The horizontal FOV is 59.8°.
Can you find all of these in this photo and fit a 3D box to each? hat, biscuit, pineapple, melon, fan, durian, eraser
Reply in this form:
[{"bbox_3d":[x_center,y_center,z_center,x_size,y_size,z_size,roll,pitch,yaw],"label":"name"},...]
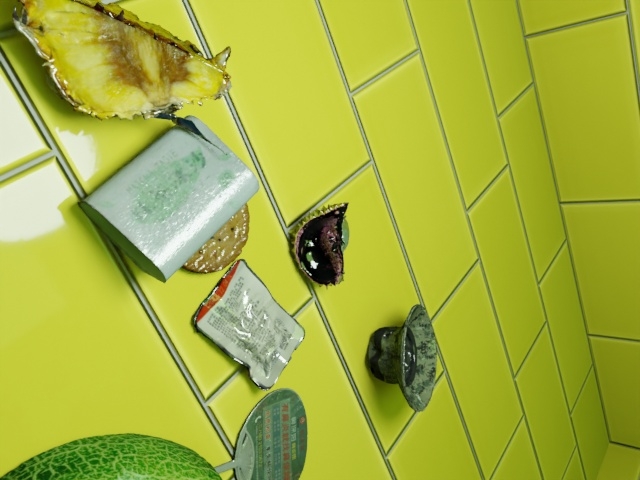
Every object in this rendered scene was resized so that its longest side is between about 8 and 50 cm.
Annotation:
[{"bbox_3d":[0.186,0.274,1.331,0.265,0.128,0.266,5,84,-61],"label":"hat"},{"bbox_3d":[-0.204,-0.034,0.984,0.188,0.027,0.188,-2,93,-45],"label":"biscuit"},{"bbox_3d":[-0.288,-0.259,0.826,0.334,0.161,0.158,11,111,-28],"label":"pineapple"},{"bbox_3d":[-0.297,0.429,0.780,0.343,0.226,0.331,36,28,-42],"label":"melon"},{"bbox_3d":[-0.116,0.440,1.100,0.294,0.012,0.223,-41,120,-38],"label":"fan"},{"bbox_3d":[0.001,-0.001,1.174,0.108,0.119,0.187,-74,166,-73],"label":"durian"},{"bbox_3d":[-0.231,-0.070,0.881,0.174,0.081,0.227,46,63,-10],"label":"eraser"}]

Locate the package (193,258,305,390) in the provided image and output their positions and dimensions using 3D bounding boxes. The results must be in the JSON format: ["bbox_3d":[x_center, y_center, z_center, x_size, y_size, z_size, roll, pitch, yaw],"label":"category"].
[{"bbox_3d":[-0.129,0.165,1.065,0.232,0.040,0.166,49,54,-26],"label":"package"}]
